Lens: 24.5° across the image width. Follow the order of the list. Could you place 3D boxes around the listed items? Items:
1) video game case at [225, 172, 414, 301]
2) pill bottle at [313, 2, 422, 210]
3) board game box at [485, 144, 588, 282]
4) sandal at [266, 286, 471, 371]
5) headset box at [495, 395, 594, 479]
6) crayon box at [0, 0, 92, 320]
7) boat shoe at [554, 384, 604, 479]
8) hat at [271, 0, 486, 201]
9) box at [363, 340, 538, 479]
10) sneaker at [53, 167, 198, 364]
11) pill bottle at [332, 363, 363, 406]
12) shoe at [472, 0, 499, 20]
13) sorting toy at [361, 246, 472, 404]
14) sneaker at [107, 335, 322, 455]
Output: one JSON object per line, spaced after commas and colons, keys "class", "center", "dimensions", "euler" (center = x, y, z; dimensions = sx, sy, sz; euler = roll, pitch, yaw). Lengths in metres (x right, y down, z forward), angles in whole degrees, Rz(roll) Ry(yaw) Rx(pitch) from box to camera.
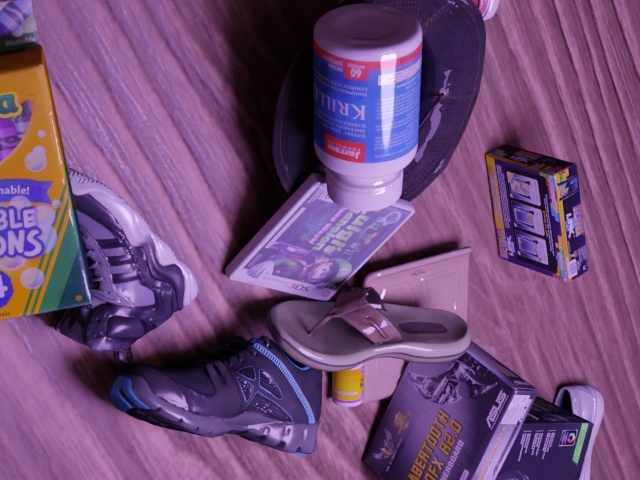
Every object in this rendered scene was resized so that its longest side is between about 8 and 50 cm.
{"class": "video game case", "center": [0.000, 0.000, 1.871], "dimensions": [0.173, 0.022, 0.190], "euler": [15, 130, -41]}
{"class": "pill bottle", "center": [0.053, -0.149, 1.699], "dimensions": [0.124, 0.124, 0.221], "euler": [-25, 131, -31]}
{"class": "board game box", "center": [0.307, -0.040, 2.093], "dimensions": [0.048, 0.141, 0.170], "euler": [-26, 120, -28]}
{"class": "sandal", "center": [0.066, 0.100, 1.926], "dimensions": [0.302, 0.120, 0.086], "euler": [-1, 129, -29]}
{"class": "headset box", "center": [0.254, 0.364, 2.192], "dimensions": [0.283, 0.131, 0.246], "euler": [6, 102, -40]}
{"class": "crayon box", "center": [-0.367, -0.072, 1.528], "dimensions": [0.203, 0.083, 0.323], "euler": [-11, 113, -7]}
{"class": "boat shoe", "center": [0.380, 0.335, 2.329], "dimensions": [0.081, 0.079, 0.227], "euler": [11, 93, -31]}
{"class": "hat", "center": [0.051, -0.199, 1.842], "dimensions": [0.331, 0.134, 0.331], "euler": [-17, 128, -23]}
{"class": "box", "center": [0.176, 0.256, 2.030], "dimensions": [0.056, 0.183, 0.231], "euler": [9, 111, -46]}
{"class": "sneaker", "center": [-0.259, 0.035, 1.687], "dimensions": [0.153, 0.101, 0.268], "euler": [-54, 132, -15]}
{"class": "pill bottle", "center": [0.037, 0.182, 2.014], "dimensions": [0.043, 0.043, 0.083], "euler": [-13, 113, -35]}
{"class": "shoe", "center": [0.185, -0.374, 1.940], "dimensions": [0.081, 0.063, 0.178], "euler": [-16, 109, -33]}
{"class": "sorting toy", "center": [0.130, 0.117, 2.077], "dimensions": [0.193, 0.038, 0.208], "euler": [-14, 117, -35]}
{"class": "sneaker", "center": [-0.125, 0.178, 1.847], "dimensions": [0.341, 0.125, 0.140], "euler": [18, 83, -49]}
